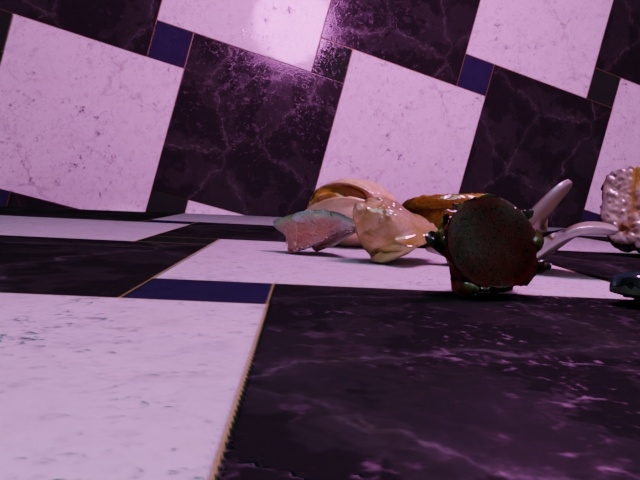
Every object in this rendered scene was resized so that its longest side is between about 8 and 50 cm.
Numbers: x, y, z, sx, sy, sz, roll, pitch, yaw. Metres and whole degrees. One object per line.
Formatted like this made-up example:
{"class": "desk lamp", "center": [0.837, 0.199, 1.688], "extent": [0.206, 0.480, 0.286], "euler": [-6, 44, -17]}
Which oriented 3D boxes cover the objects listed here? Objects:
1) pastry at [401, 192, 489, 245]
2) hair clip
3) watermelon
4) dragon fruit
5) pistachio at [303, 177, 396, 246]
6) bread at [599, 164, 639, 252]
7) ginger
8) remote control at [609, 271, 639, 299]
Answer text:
{"class": "pastry", "center": [0.306, -0.053, 1.586], "extent": [0.240, 0.132, 0.235], "euler": [4, 5, 3]}
{"class": "hair clip", "center": [0.349, -0.005, 1.134], "extent": [0.282, 0.113, 0.172], "euler": [-29, -11, 31]}
{"class": "watermelon", "center": [0.005, -0.009, 1.218], "extent": [0.155, 0.080, 0.101], "euler": [-24, -45, 21]}
{"class": "dragon fruit", "center": [0.207, 0.018, 0.812], "extent": [0.142, 0.138, 0.175], "euler": [28, -9, 18]}
{"class": "pistachio", "center": [0.056, -0.057, 1.446], "extent": [0.229, 0.157, 0.157], "euler": [-1, 1, 34]}
{"class": "bread", "center": [0.881, -0.065, 1.508], "extent": [0.264, 0.239, 0.395], "euler": [5, 1, -40]}
{"class": "ginger", "center": [0.134, -0.028, 1.169], "extent": [0.115, 0.123, 0.193], "euler": [-35, -11, 30]}
{"class": "remote control", "center": [0.443, 0.055, 0.825], "extent": [0.222, 0.042, 0.072], "euler": [0, 3, -37]}
